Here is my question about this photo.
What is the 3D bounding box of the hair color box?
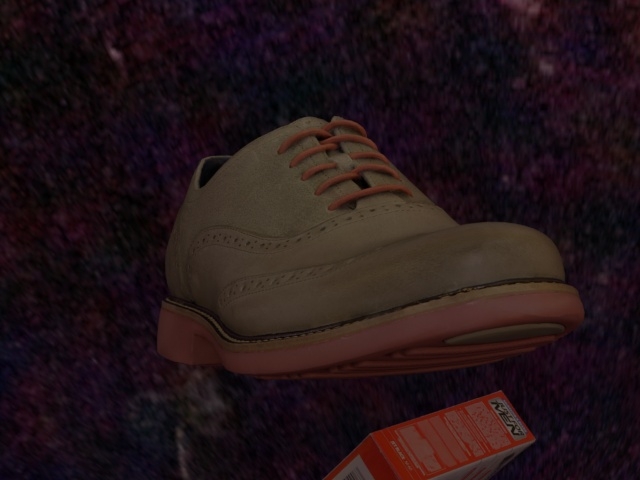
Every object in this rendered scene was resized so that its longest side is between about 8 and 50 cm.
[{"bbox_3d":[0.077,0.173,1.138,0.093,0.167,0.053,-48,64,34],"label":"hair color box"}]

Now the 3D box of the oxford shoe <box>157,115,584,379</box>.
[{"bbox_3d":[0.000,0.000,0.832,0.140,0.397,0.147,-1,89,-29],"label":"oxford shoe"}]
